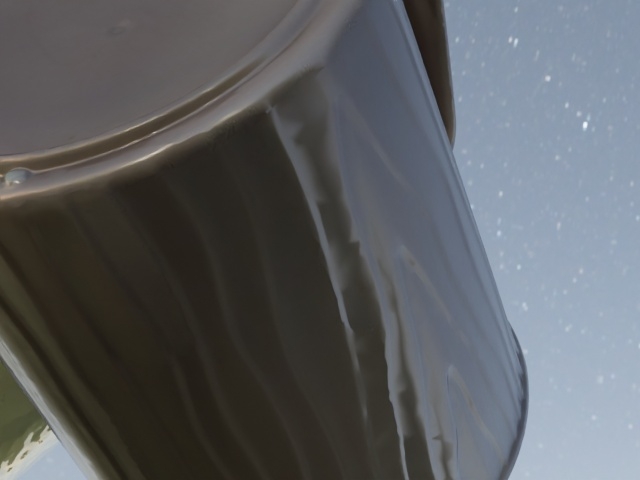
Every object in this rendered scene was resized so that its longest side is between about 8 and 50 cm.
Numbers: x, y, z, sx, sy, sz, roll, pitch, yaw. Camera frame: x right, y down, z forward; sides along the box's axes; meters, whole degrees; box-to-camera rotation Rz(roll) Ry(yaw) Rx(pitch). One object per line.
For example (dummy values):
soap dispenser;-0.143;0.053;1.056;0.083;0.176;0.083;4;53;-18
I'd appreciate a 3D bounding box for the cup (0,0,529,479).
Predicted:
cup;-0.010;-0.008;0.464;0.208;0.288;0.273;41;-18;47

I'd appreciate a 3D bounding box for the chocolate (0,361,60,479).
chocolate;-0.410;0.148;1.016;0.314;0.297;0.326;26;-27;29
